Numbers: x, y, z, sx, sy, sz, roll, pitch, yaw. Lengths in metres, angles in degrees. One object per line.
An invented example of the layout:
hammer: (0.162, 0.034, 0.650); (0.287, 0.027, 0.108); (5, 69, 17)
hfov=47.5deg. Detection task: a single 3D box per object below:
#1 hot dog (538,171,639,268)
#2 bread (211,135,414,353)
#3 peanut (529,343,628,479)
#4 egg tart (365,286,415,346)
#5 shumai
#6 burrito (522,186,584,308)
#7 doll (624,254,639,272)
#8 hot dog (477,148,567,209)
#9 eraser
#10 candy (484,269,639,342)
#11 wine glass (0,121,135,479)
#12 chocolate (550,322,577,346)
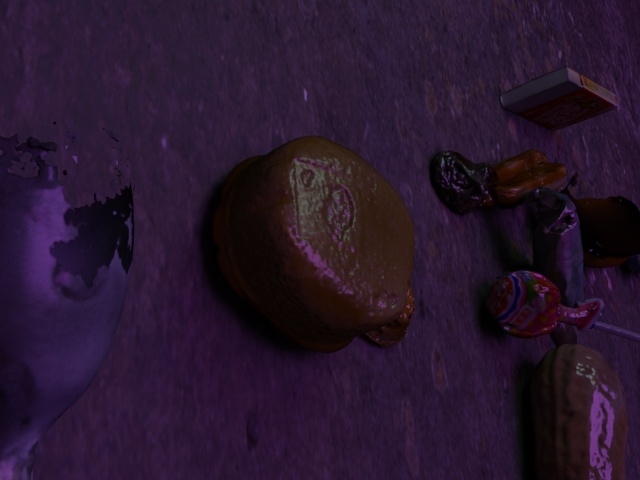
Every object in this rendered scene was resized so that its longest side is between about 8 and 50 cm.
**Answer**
hot dog: (0.558, -0.026, 1.540); (0.326, 0.107, 0.194); (15, 53, -32)
bread: (0.000, 0.000, 0.902); (0.270, 0.148, 0.269); (25, 52, -37)
peanut: (0.426, 0.339, 1.205); (0.174, 0.159, 0.339); (60, 36, -57)
egg tart: (0.092, 0.086, 1.033); (0.130, 0.052, 0.130); (17, 64, -39)
shumai: (0.258, -0.109, 1.266); (0.124, 0.087, 0.098); (42, 49, -24)
burrito: (0.429, 0.014, 1.315); (0.143, 0.089, 0.228); (-109, -177, -51)
doll: (0.740, 0.013, 1.716); (0.241, 0.099, 0.135); (22, 81, -38)
hot dog: (0.382, -0.114, 1.393); (0.270, 0.072, 0.109); (-22, 49, -42)
eraser: (0.517, -0.301, 1.569); (0.230, 0.157, 0.038); (9, 70, -44)
candy: (0.457, 0.142, 1.272); (0.366, 0.124, 0.124); (17, 59, -15)
wine glass: (-0.248, 0.084, 0.579); (0.191, 0.191, 0.356); (16, 67, -42)
chocolate: (0.470, 0.168, 1.413); (0.100, 0.031, 0.064); (57, 38, -10)
